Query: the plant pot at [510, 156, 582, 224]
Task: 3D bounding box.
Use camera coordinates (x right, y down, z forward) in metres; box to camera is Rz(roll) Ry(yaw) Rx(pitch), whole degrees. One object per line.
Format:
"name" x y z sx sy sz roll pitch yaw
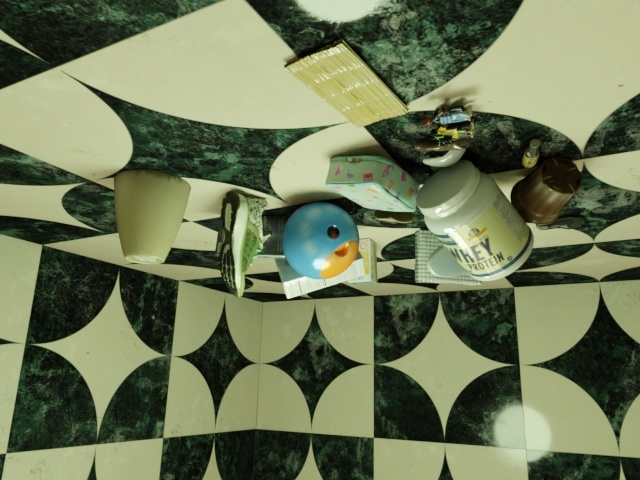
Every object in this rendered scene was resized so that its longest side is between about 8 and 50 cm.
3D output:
"plant pot" 0.682 -0.157 1.567 0.167 0.167 0.165 2 156 -3

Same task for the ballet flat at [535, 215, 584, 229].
"ballet flat" 0.936 -0.073 2.050 0.173 0.057 0.049 -3 -156 20

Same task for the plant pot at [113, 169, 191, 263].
"plant pot" -0.583 -0.066 1.776 0.256 0.274 0.256 1 164 0

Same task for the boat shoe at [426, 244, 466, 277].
"boat shoe" 0.542 0.019 1.982 0.367 0.136 0.156 -30 -169 -10

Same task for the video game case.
"video game case" -0.268 -0.018 2.068 0.274 0.196 0.026 2 146 -2

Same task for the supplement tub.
"supplement tub" 0.464 -0.059 1.583 0.325 0.235 0.235 45 145 -22

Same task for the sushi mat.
"sushi mat" 0.068 -0.343 1.185 0.151 0.019 0.316 -8 162 34

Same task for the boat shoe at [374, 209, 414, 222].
"boat shoe" 0.283 -0.094 2.011 0.152 0.056 0.049 9 171 11

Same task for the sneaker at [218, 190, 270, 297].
"sneaker" -0.263 0.021 1.934 0.182 0.410 0.158 -5 -157 -32

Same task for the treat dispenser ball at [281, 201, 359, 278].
"treat dispenser ball" 0.000 0.000 1.929 0.288 0.288 0.288 1 164 0

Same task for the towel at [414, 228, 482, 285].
"towel" 0.548 0.075 2.251 0.284 0.235 0.121 4 168 -4

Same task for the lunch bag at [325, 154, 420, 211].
"lunch bag" 0.155 -0.173 1.593 0.224 0.108 0.279 9 170 39

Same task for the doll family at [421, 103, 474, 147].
"doll family" 0.314 -0.286 1.283 0.111 0.076 0.193 1 160 20

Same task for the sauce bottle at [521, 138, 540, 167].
"sauce bottle" 0.587 -0.242 1.456 0.042 0.042 0.128 -3 165 15

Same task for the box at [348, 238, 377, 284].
"box" 0.196 0.102 2.435 0.114 0.203 0.103 -7 163 23

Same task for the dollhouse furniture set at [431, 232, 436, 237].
"dollhouse furniture set" 0.546 -0.067 1.887 0.197 0.151 0.301 -9 162 32

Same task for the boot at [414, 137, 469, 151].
"boot" 0.322 -0.253 1.385 0.106 0.037 0.114 -6 -168 -24

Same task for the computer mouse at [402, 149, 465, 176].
"computer mouse" 0.338 -0.229 1.529 0.106 0.042 0.193 12 161 -31

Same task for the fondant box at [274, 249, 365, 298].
"fondant box" -0.013 0.081 2.136 0.330 0.238 0.096 -16 130 -7
